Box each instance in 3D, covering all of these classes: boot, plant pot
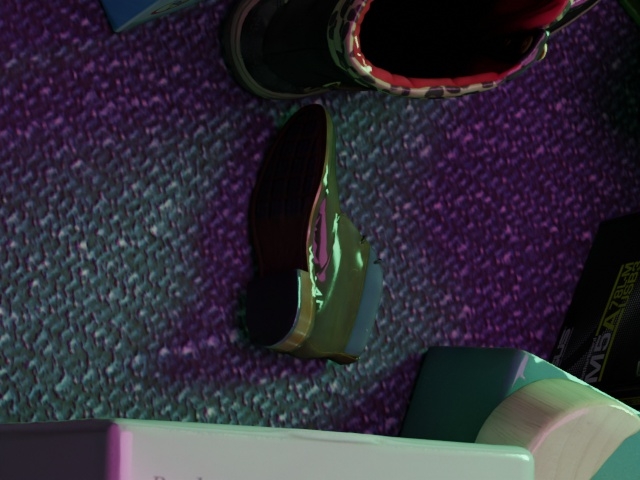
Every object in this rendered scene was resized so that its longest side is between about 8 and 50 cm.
[{"bbox_3d":[0.130,-0.201,1.570,0.377,0.284,0.138,-16,100,-15],"label":"boot"},{"bbox_3d":[0.148,0.229,1.625,0.165,0.166,0.234,29,77,-21],"label":"plant pot"},{"bbox_3d":[0.000,0.000,1.641,0.106,0.082,0.219,27,65,-44],"label":"boot"}]

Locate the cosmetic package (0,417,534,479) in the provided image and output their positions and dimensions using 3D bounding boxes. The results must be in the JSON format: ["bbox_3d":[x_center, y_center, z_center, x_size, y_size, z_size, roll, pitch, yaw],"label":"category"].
[{"bbox_3d":[-0.068,0.337,1.398,0.329,0.327,0.393,8,80,-26],"label":"cosmetic package"}]

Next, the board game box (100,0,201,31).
[{"bbox_3d":[-0.001,-0.287,1.537,0.302,0.308,0.086,-24,93,-29],"label":"board game box"}]

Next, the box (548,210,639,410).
[{"bbox_3d":[0.281,0.059,1.699,0.045,0.184,0.190,30,71,-21],"label":"box"}]

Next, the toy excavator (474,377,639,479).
[{"bbox_3d":[0.374,0.255,1.557,0.445,0.222,0.433,-24,108,-17],"label":"toy excavator"}]

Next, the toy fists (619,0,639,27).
[{"bbox_3d":[0.310,-0.331,1.823,0.142,0.096,0.279,-43,101,-26],"label":"toy fists"}]

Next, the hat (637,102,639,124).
[{"bbox_3d":[0.359,-0.146,1.734,0.134,0.331,0.331,10,76,3],"label":"hat"}]
